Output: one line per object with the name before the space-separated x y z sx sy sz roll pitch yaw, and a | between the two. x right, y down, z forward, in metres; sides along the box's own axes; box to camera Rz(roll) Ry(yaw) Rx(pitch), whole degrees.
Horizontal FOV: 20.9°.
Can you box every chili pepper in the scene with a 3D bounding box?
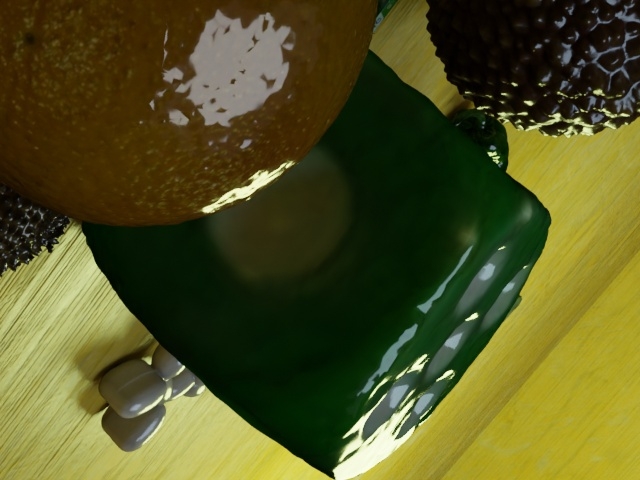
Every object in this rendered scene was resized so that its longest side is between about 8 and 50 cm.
chili pepper | 0.162 -0.073 2.033 0.100 0.074 0.257 7 140 -10

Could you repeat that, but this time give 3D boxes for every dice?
dice | 0.000 0.000 1.441 0.287 0.297 0.300 -50 163 2

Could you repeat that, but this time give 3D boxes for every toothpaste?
toothpaste | 0.057 -0.217 1.545 0.083 0.020 0.017 -52 160 19

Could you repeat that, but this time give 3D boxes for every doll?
doll | -0.157 0.144 1.801 0.160 0.059 0.161 -38 161 -20

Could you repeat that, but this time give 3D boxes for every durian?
durian | -0.215 -0.022 1.261 0.140 0.071 0.110 -51 169 -3

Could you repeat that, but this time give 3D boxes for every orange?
orange | -0.096 -0.141 0.944 0.274 0.274 0.274 -41 163 -16

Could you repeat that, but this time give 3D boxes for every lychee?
lychee | 0.212 -0.226 1.534 0.267 0.267 0.267 -41 163 -16

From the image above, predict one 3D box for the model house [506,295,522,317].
model house | 0.074 0.073 1.966 0.214 0.189 0.195 -50 155 21
